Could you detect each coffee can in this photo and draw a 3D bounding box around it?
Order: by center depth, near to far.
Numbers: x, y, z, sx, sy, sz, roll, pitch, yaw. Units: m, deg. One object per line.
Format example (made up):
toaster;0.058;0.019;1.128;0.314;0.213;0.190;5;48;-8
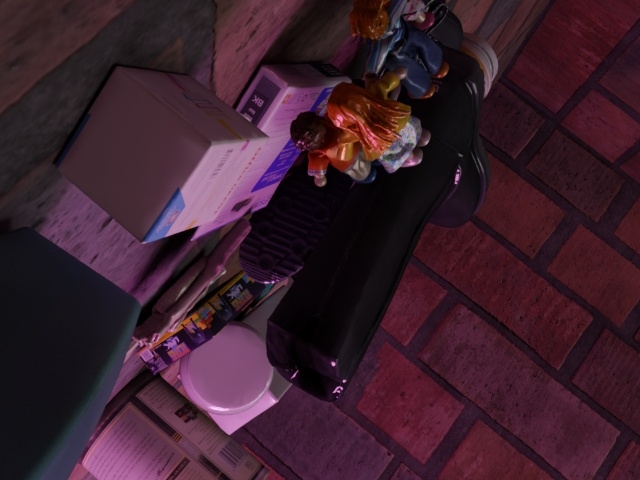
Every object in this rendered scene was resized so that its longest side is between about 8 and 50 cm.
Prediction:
coffee can;-0.254;0.386;1.317;0.201;0.275;0.201;-50;173;-8

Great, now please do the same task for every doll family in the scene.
doll family;0.067;-0.173;0.788;0.163;0.118;0.263;22;87;-53

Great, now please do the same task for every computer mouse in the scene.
computer mouse;0.184;-0.322;1.287;0.188;0.072;0.272;-54;172;21

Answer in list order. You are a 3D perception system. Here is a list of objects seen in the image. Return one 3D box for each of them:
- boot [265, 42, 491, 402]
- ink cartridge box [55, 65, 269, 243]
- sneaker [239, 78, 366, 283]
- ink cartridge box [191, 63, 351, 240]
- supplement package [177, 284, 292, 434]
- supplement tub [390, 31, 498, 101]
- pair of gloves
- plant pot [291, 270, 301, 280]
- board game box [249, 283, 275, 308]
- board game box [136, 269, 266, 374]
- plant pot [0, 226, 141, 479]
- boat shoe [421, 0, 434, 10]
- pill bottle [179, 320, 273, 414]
boot;0.093;0.020;1.031;0.445;0.146;0.367;-65;155;-25
ink cartridge box;-0.113;-0.069;0.596;0.092;0.090;0.143;-53;174;15
sneaker;-0.007;-0.072;1.094;0.319;0.112;0.131;-57;178;-9
ink cartridge box;-0.065;-0.110;0.886;0.208;0.045;0.206;-54;172;22
supplement package;-0.142;0.260;1.708;0.175;0.177;0.293;-40;179;30
supplement tub;0.244;-0.301;1.490;0.199;0.144;0.144;-48;173;-28
pair of gloves;-0.182;0.080;1.005;0.204;0.042;0.240;-48;-176;-32
plant pot;0.000;0.000;1.402;0.167;0.187;0.188;-38;172;-7
board game box;-0.101;0.063;1.668;0.126;0.026;0.186;-46;172;-32
board game box;-0.179;0.120;1.151;0.170;0.048;0.141;-33;-174;40
plant pot;-0.235;0.116;0.510;0.234;0.166;0.165;-54;177;-40
boat shoe;0.190;-0.368;0.932;0.306;0.105;0.113;-51;173;-1
pill bottle;-0.168;0.223;1.347;0.161;0.161;0.283;-49;-178;-13
